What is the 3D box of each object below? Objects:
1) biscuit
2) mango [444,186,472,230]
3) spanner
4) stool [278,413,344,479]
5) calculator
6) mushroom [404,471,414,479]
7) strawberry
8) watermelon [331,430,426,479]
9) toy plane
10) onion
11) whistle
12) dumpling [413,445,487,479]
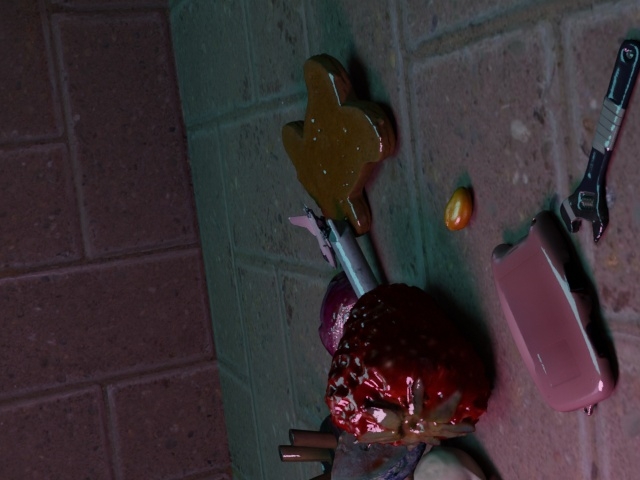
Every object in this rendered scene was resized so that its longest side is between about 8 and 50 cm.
[{"bbox_3d":[0.040,-0.232,2.077,0.368,0.076,0.394,54,150,30],"label":"biscuit"},{"bbox_3d":[0.262,-0.061,1.648,0.060,0.046,0.089,-132,43,-56],"label":"mango"},{"bbox_3d":[0.416,-0.137,1.262,0.087,0.024,0.316,-127,36,-48],"label":"spanner"},{"bbox_3d":[0.007,0.621,2.396,0.272,0.178,0.272,172,90,-70],"label":"stool"},{"bbox_3d":[0.378,0.131,1.431,0.220,0.048,0.330,128,127,-60],"label":"calculator"},{"bbox_3d":[0.188,0.596,2.057,0.123,0.095,0.351,-117,20,-85],"label":"mushroom"},{"bbox_3d":[0.164,0.227,1.720,0.295,0.317,0.345,58,-157,-54],"label":"strawberry"},{"bbox_3d":[0.125,0.434,1.885,0.226,0.318,0.148,27,150,37],"label":"watermelon"},{"bbox_3d":[0.010,-0.013,2.222,0.234,0.082,0.160,48,-176,-40],"label":"toy plane"},{"bbox_3d":[0.042,0.207,2.240,0.247,0.111,0.250,-138,41,-56],"label":"onion"},{"bbox_3d":[0.096,0.085,2.043,0.312,0.062,0.062,63,155,14],"label":"whistle"},{"bbox_3d":[0.260,0.505,1.762,0.162,0.132,0.250,-59,25,-1],"label":"dumpling"}]
